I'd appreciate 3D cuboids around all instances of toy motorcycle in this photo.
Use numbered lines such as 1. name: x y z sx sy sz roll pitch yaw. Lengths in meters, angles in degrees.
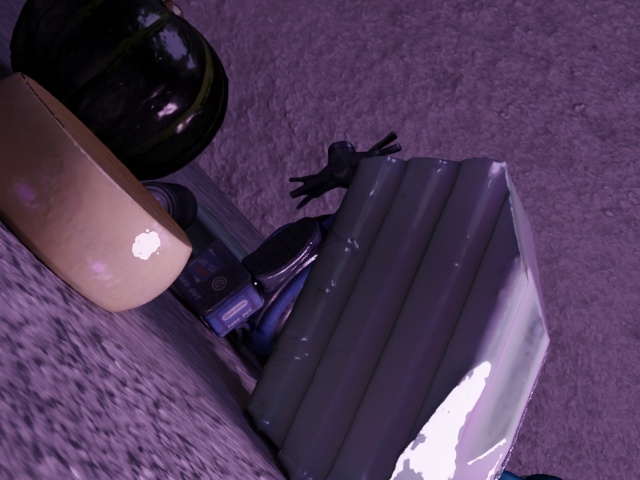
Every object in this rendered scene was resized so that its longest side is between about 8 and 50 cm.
1. toy motorcycle: 0.000 0.000 1.869 0.125 0.358 0.212 46 -8 35

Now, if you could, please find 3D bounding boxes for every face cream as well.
1. face cream: -0.217 -0.043 2.026 0.073 0.073 0.283 47 2 0

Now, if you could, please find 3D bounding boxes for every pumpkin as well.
1. pumpkin: -0.277 -0.234 2.063 0.323 0.241 0.323 49 0 0

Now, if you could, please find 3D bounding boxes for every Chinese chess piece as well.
1. Chinese chess piece: -0.233 -0.044 1.397 0.251 0.097 0.251 47 1 -1

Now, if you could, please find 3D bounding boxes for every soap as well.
1. soap: -0.146 0.031 2.217 0.198 0.066 0.119 49 4 29
2. soap: 0.099 0.117 1.618 0.261 0.446 0.156 4 -36 32

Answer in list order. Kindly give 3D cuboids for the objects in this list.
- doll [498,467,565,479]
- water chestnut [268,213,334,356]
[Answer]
1. doll: 0.284 0.412 2.023 0.186 0.198 0.322 23 -7 27
2. water chestnut: 0.036 0.103 2.083 0.289 0.244 0.289 52 4 -6
